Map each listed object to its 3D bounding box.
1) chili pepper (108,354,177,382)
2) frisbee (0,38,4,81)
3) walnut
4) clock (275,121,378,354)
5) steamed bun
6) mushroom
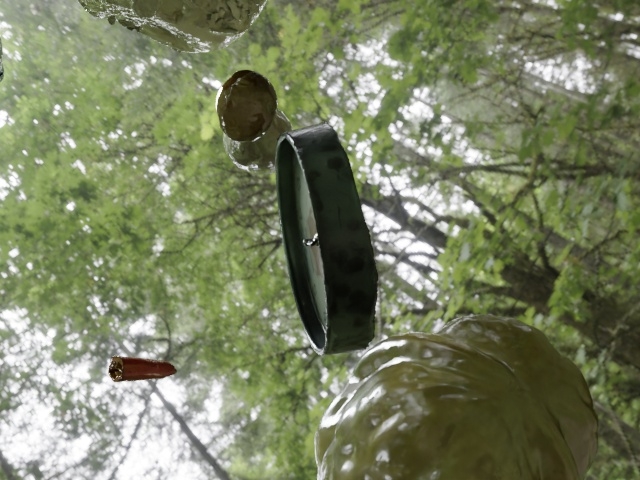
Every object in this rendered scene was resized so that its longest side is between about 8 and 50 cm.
[{"bbox_3d":[-0.423,0.315,1.781,0.169,0.088,0.064,10,-98,-39],"label":"chili pepper"},{"bbox_3d":[-0.377,-0.280,0.749,0.045,0.242,0.242,-29,-43,-21],"label":"frisbee"},{"bbox_3d":[0.132,0.217,0.742,0.282,0.253,0.277,0,-38,-25],"label":"walnut"},{"bbox_3d":[0.000,0.000,1.021,0.067,0.325,0.325,-10,-50,-11],"label":"clock"},{"bbox_3d":[-0.223,-0.477,1.163,0.334,0.233,0.311,8,-87,-35],"label":"steamed bun"},{"bbox_3d":[-0.110,-0.184,1.237,0.128,0.128,0.350,-49,-5,-6],"label":"mushroom"}]
